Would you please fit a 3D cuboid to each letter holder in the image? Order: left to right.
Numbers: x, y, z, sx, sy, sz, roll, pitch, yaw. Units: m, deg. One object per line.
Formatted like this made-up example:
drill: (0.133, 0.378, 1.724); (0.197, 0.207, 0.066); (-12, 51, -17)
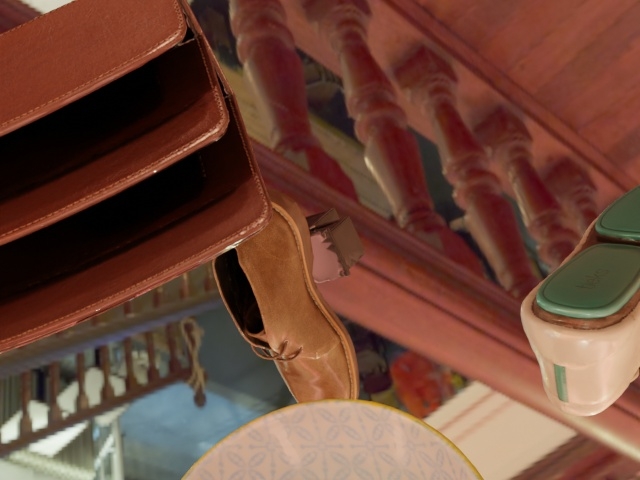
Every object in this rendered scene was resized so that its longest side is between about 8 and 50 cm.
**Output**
letter holder: (-0.215, -0.057, 0.814); (0.301, 0.214, 0.152); (-24, 135, 3)

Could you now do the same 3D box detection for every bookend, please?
bookend: (0.000, 0.000, 1.425); (0.157, 0.156, 0.072); (-15, 107, 38)

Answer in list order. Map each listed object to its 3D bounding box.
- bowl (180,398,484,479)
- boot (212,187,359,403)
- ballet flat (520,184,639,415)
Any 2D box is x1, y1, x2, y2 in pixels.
bowl: (0.019, 0.283, 0.760); (0.289, 0.290, 0.156); (-22, 143, 7)
boot: (-0.044, 0.101, 1.113); (0.112, 0.115, 0.305); (-2, 124, 29)
ballet flat: (0.314, 0.044, 0.997); (0.400, 0.139, 0.139); (-32, 154, -45)
